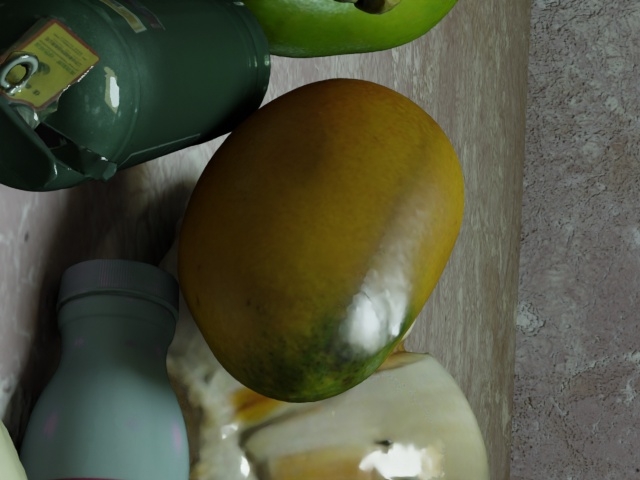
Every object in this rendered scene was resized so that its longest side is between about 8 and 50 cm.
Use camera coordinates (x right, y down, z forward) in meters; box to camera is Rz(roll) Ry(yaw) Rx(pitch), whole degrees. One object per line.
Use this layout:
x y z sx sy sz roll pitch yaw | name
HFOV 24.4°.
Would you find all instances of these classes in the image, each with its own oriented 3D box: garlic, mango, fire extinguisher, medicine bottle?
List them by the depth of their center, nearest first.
-0.107 -0.078 0.752 0.095 0.114 0.311 -54 173 17 | fire extinguisher
-0.114 0.120 0.773 0.090 0.090 0.216 62 25 -61 | medicine bottle
-0.005 -0.002 0.819 0.221 0.151 0.120 -60 147 -42 | mango
-0.010 0.110 1.007 0.249 0.286 0.313 -45 159 8 | garlic

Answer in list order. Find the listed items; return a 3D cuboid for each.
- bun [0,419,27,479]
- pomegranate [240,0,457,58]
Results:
-0.191 0.123 0.352 0.259 0.160 0.259 -13 107 -48 | bun
0.016 -0.216 0.928 0.302 0.236 0.236 -122 -156 -64 | pomegranate
